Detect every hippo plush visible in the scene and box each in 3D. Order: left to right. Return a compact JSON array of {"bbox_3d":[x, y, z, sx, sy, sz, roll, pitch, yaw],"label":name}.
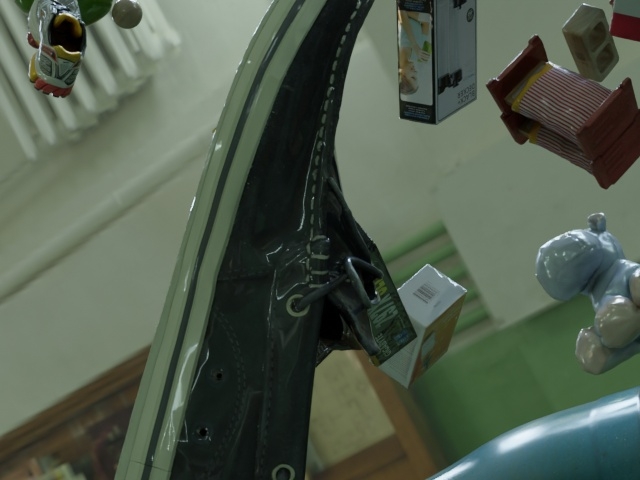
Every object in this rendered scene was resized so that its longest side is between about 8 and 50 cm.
[{"bbox_3d":[0.492,0.055,2.003,0.294,0.236,0.234,-8,-38,-41],"label":"hippo plush"}]

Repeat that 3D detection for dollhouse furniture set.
[{"bbox_3d":[0.458,-0.282,1.874,0.374,0.201,0.152,-47,-42,-10],"label":"dollhouse furniture set"}]

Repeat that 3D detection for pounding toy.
[{"bbox_3d":[-0.434,-0.380,2.136,0.237,0.110,0.183,10,2,-10],"label":"pounding toy"}]

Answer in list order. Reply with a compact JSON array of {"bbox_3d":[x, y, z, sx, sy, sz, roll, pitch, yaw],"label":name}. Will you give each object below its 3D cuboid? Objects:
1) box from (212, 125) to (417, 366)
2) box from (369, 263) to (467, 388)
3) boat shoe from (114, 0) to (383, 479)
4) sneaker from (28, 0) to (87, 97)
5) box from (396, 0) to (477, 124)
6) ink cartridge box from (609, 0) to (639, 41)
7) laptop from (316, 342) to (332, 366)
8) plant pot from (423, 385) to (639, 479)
[{"bbox_3d":[0.000,0.000,1.571,0.079,0.257,0.322,-38,-27,-5],"label":"box"},{"bbox_3d":[0.171,0.152,2.165,0.130,0.091,0.170,-38,-28,-37],"label":"box"},{"bbox_3d":[-0.029,0.031,0.874,0.156,0.500,0.187,15,-6,-3],"label":"boat shoe"},{"bbox_3d":[-0.390,-0.321,1.872,0.088,0.225,0.093,15,-46,-30],"label":"sneaker"},{"bbox_3d":[0.224,-0.385,2.338,0.087,0.290,0.169,15,30,32],"label":"box"},{"bbox_3d":[0.501,-0.384,1.748,0.128,0.127,0.176,-46,-35,-44],"label":"ink cartridge box"},{"bbox_3d":[-0.072,0.104,2.174,0.136,0.234,0.264,-8,-23,-28],"label":"laptop"},{"bbox_3d":[0.201,0.281,1.071,0.255,0.272,0.271,-15,-3,18],"label":"plant pot"}]
